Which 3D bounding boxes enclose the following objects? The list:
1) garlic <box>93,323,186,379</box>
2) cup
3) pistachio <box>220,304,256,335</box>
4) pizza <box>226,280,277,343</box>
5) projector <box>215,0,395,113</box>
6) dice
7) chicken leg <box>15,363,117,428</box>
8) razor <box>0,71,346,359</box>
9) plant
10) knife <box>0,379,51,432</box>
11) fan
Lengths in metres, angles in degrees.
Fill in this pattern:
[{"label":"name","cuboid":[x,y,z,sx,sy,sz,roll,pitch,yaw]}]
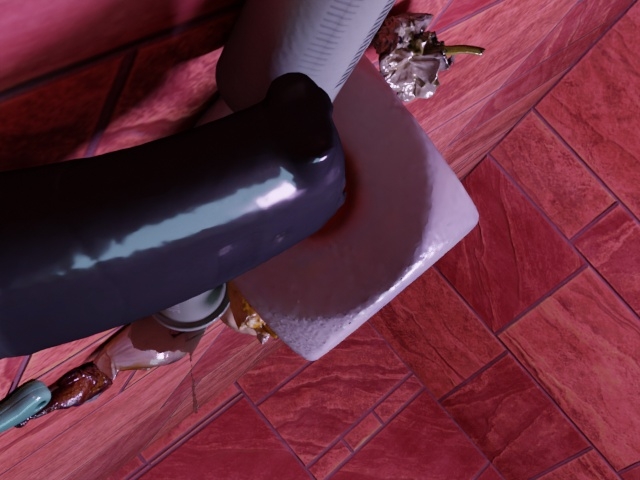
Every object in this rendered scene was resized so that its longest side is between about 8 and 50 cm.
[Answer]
[{"label":"garlic","cuboid":[-0.274,0.165,1.498,0.129,0.090,0.198,-27,-179,8]},{"label":"cup","cuboid":[-0.174,0.041,1.173,0.120,0.120,0.141,-38,159,-16]},{"label":"pistachio","cuboid":[-0.110,0.055,1.434,0.157,0.157,0.229,-38,159,-19]},{"label":"pizza","cuboid":[0.000,0.000,1.164,0.081,0.229,0.289,82,29,-78]},{"label":"projector","cuboid":[0.017,-0.210,0.685,0.108,0.108,0.337,-35,170,-35]},{"label":"dice","cuboid":[0.007,-0.048,0.993,0.243,0.259,0.251,-39,173,5]},{"label":"chicken leg","cuboid":[-0.384,0.233,1.433,0.093,0.053,0.205,-28,173,20]},{"label":"razor","cuboid":[-0.145,-0.008,0.701,0.349,0.113,0.204,-19,163,-12]},{"label":"plant","cuboid":[0.127,-0.217,1.090,0.122,0.104,0.116,0,180,24]},{"label":"knife","cuboid":[-0.478,0.267,1.242,0.260,0.034,0.063,-32,165,-28]},{"label":"fan","cuboid":[-0.177,0.123,1.230,0.182,0.010,0.310,-32,-147,6]}]
